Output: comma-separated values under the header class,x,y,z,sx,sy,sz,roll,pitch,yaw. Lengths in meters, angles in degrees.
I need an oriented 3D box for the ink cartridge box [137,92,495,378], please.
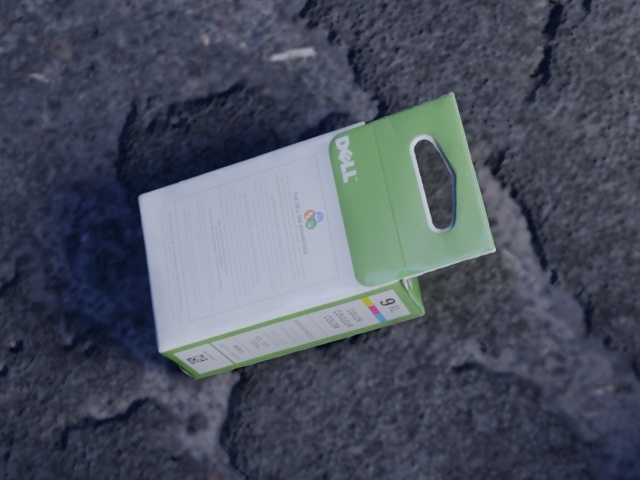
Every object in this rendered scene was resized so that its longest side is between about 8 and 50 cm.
class,x,y,z,sx,sy,sz,roll,pitch,yaw
ink cartridge box,0.000,0.000,0.831,0.209,0.062,0.109,-18,63,13
